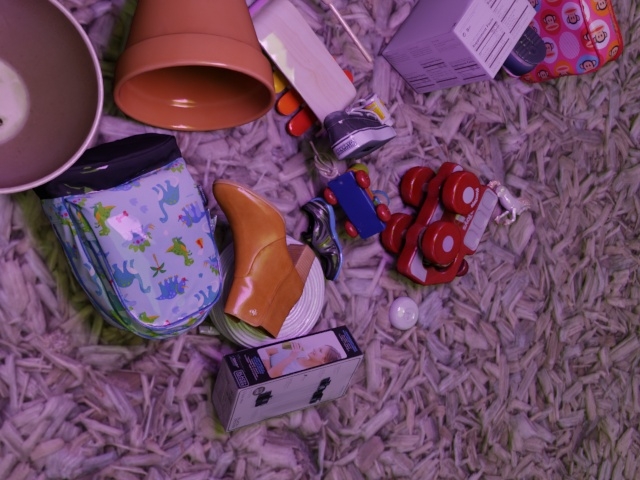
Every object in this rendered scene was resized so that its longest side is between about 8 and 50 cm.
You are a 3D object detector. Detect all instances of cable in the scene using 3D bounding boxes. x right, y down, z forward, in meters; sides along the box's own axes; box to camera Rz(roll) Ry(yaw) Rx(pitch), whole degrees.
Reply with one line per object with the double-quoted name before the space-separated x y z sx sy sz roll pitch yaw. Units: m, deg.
"cable" -0.113 0.106 1.489 0.257 0.089 0.257 20 83 -29

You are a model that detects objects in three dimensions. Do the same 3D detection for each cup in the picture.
"cup" -0.544 -0.239 1.141 0.331 0.237 0.331 -2 94 -29

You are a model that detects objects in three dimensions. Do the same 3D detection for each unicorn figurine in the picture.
"unicorn figurine" 0.484 -0.093 1.830 0.111 0.060 0.162 -47 116 -14

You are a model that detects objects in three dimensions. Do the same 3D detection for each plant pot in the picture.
"plant pot" -0.231 -0.349 1.304 0.291 0.291 0.203 5 75 -30

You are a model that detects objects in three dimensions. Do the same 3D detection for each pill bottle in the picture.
"pill bottle" 0.133 -0.297 1.629 0.043 0.043 0.083 -45 113 -19

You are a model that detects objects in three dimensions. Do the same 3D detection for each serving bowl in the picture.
"serving bowl" 0.207 0.178 1.710 0.083 0.027 0.083 -3 95 -29

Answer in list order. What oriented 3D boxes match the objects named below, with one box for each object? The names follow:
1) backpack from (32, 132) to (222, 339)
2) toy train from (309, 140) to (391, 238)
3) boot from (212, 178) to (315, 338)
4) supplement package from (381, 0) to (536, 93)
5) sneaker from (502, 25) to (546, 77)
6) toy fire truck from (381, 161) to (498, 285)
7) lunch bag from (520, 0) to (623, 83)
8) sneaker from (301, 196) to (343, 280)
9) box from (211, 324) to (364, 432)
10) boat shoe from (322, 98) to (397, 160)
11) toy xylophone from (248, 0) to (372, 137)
"backpack" -0.327 0.008 1.292 0.290 0.273 0.355 -24 118 -39
"toy train" 0.069 -0.138 1.562 0.248 0.105 0.143 57 27 -13
"boot" -0.137 0.044 1.351 0.295 0.104 0.211 45 61 -33
"supplement package" 0.306 -0.468 1.590 0.145 0.262 0.204 41 73 -26
"sneaker" 0.409 -0.531 1.742 0.112 0.131 0.319 -37 87 -19
"toy fire truck" 0.304 -0.028 1.681 0.254 0.169 0.302 31 79 -39
"lunch bag" 0.571 -0.529 1.721 0.120 0.293 0.258 -32 108 -19
"sneaker" 0.000 0.000 1.567 0.078 0.067 0.188 -15 96 -19
"box" -0.069 0.287 1.480 0.290 0.087 0.169 -10 140 -27
"boat shoe" 0.076 -0.235 1.502 0.105 0.113 0.306 60 25 1
"toy xylophone" -0.025 -0.388 1.512 0.236 0.081 0.322 -40 111 -21
